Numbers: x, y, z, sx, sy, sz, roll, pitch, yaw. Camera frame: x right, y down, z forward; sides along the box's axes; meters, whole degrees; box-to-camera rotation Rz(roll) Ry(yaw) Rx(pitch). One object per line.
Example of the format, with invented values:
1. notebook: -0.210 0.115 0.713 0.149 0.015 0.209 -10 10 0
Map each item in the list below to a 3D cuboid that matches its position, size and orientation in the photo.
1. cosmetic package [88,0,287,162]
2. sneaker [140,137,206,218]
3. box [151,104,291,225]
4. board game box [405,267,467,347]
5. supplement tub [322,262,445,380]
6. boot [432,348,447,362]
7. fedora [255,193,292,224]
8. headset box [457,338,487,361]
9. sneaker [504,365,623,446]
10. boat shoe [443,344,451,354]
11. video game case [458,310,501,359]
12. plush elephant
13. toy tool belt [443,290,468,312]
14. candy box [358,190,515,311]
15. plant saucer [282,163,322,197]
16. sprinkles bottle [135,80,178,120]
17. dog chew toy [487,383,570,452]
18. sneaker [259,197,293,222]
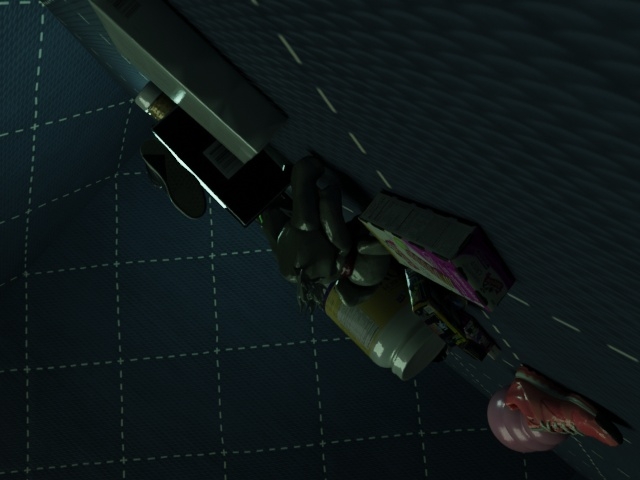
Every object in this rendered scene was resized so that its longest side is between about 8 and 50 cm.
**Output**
1. cosmetic package: -0.258 -0.325 0.934 0.377 0.097 0.284 42 172 -15
2. sneaker: -0.375 -0.143 1.182 0.226 0.086 0.163 55 161 -2
3. box: -0.272 -0.218 1.310 0.343 0.179 0.312 47 172 -7
4. board game box: 0.275 0.153 1.094 0.170 0.048 0.141 43 -153 -28
5. supplement tub: 0.179 0.202 1.286 0.331 0.241 0.241 41 176 32
6. boot: 0.304 0.266 1.466 0.247 0.094 0.207 37 -152 -30
7. fedora: -0.226 -0.142 1.869 0.334 0.152 0.334 40 175 5
8. headset box: 0.434 0.312 1.300 0.062 0.032 0.083 37 176 7
9. sneaker: 0.601 0.446 1.155 0.116 0.136 0.314 41 174 -21
10. boat shoe: 0.408 0.363 1.893 0.306 0.113 0.105 47 -168 24
11. video game case: 0.399 0.242 1.359 0.210 0.041 0.232 42 174 -35
12. plush elephant: 0.046 0.011 1.008 0.256 0.271 0.329 4 -129 -27
13. toy tool belt: 0.309 0.134 1.050 0.052 0.051 0.083 34 172 41
14. candy box: 0.190 0.012 0.777 0.159 0.071 0.233 43 174 -35
15. plant saucer: -0.047 -0.149 1.283 0.168 0.029 0.168 40 175 4
16. sprinkles bottle: -0.437 -0.383 1.528 0.355 0.121 0.121 41 174 -19
17. dog chew toy: 0.642 0.542 1.383 0.207 0.206 0.332 39 167 13
18. sneaker: 0.000 0.000 1.621 0.483 0.185 0.202 37 156 -1
